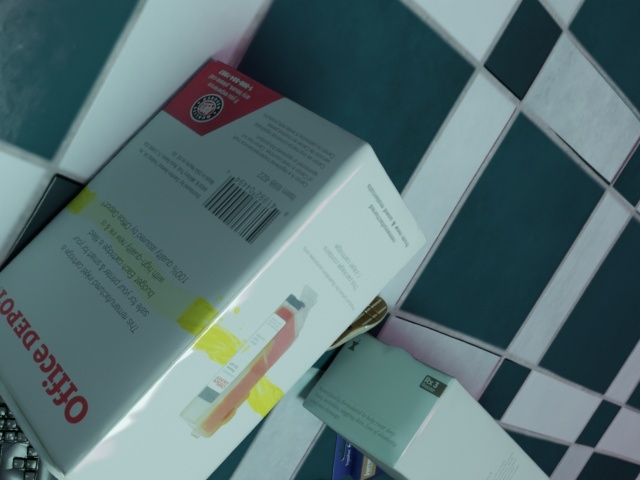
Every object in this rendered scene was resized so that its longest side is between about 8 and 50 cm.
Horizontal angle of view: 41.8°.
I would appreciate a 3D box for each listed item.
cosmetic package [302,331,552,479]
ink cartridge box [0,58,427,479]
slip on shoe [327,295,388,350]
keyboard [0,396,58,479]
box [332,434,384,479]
[{"bbox_3d":[0.175,0.316,1.288,0.385,0.217,0.156,44,76,-37],"label":"cosmetic package"},{"bbox_3d":[-0.133,0.037,0.843,0.385,0.279,0.160,-46,137,-8],"label":"ink cartridge box"},{"bbox_3d":[0.040,0.122,1.223,0.135,0.051,0.041,-32,173,-33],"label":"slip on shoe"},{"bbox_3d":[-0.383,0.307,0.865,0.201,0.033,0.317,7,82,-17],"label":"keyboard"},{"bbox_3d":[0.122,0.331,1.429,0.225,0.036,0.136,-15,125,-33],"label":"box"}]
